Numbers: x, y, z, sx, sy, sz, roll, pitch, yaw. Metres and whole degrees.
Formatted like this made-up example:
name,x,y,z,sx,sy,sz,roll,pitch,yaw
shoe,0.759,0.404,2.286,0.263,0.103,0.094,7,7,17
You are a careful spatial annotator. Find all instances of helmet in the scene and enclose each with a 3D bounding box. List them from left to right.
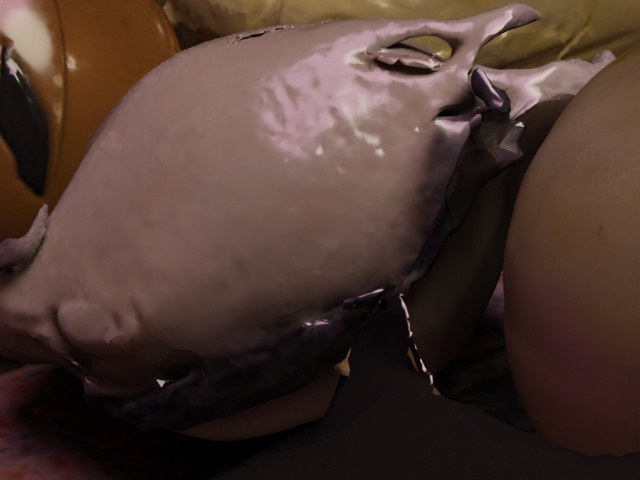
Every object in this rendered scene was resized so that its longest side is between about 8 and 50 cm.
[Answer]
name,x,y,z,sx,sy,sz,roll,pitch,yaw
helmet,-0.139,-0.076,0.926,0.198,0.130,0.224,21,32,-44

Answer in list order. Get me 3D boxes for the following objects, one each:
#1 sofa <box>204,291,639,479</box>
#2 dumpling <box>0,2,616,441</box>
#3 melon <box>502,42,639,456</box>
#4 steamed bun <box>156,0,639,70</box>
name,x,y,z,sx,sy,sz,roll,pitch,yaw
sofa,-0.005,0.164,0.459,0.182,0.200,0.258,32,40,33
dumpling,0.001,0.011,0.820,0.293,0.204,0.163,-23,52,13
melon,0.208,0.027,0.669,0.317,0.223,0.223,11,29,33
steamed bun,0.036,-0.118,1.068,0.232,0.166,0.273,-30,30,-24
